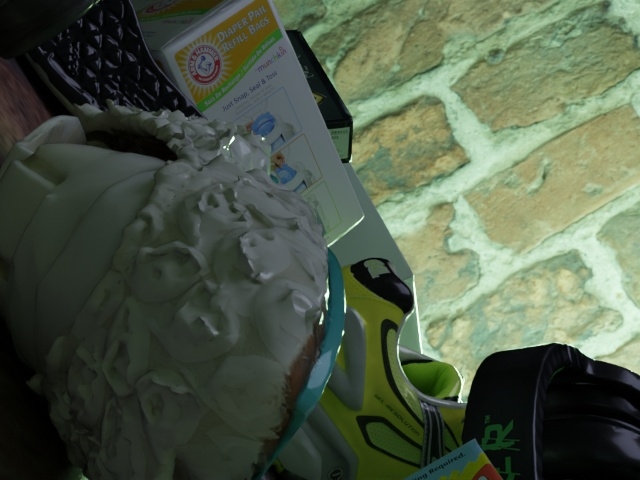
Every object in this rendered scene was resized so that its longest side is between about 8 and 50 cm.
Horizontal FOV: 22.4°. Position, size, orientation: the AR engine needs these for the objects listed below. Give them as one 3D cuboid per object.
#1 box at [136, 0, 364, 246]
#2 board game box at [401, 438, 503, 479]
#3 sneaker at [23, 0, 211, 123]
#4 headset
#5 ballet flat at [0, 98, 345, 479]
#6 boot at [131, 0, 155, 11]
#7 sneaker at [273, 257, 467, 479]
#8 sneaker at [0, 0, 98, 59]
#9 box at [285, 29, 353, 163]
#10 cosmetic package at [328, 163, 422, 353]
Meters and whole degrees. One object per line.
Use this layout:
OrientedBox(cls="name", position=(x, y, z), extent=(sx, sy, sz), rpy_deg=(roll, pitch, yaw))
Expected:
OrientedBox(cls="box", position=(-0.071, -0.080, 1.202), extent=(0.114, 0.103, 0.203), rpy_deg=(11, -48, 51))
OrientedBox(cls="board game box", position=(0.088, 0.257, 0.777), extent=(0.142, 0.144, 0.275), rpy_deg=(58, 3, -38))
OrientedBox(cls="sneaker", position=(-0.151, -0.095, 1.103), extent=(0.235, 0.084, 0.097), rpy_deg=(56, -30, -9))
OrientedBox(cls="headset", position=(0.159, 0.212, 1.123), extent=(0.394, 0.185, 0.243), rpy_deg=(31, 52, -60))
OrientedBox(cls="ballet flat", position=(-0.086, 0.009, 0.706), extent=(0.147, 0.147, 0.409), rpy_deg=(60, 0, -11))
OrientedBox(cls="boot", position=(-0.129, -0.127, 1.303), extent=(0.223, 0.118, 0.338), rpy_deg=(69, 12, 16))
OrientedBox(cls="sneaker", position=(0.066, 0.178, 1.196), extent=(0.385, 0.147, 0.145), rpy_deg=(60, 1, -36))
OrientedBox(cls="sneaker", position=(-0.209, -0.234, 1.001), extent=(0.130, 0.109, 0.286), rpy_deg=(50, 6, -39))
OrientedBox(cls="box", position=(-0.079, -0.138, 1.585), extent=(0.220, 0.175, 0.051), rpy_deg=(-115, -157, -56))
OrientedBox(cls="cosmetic package", position=(0.000, 0.000, 1.834), extent=(0.284, 0.097, 0.377), rpy_deg=(76, -12, -54))
